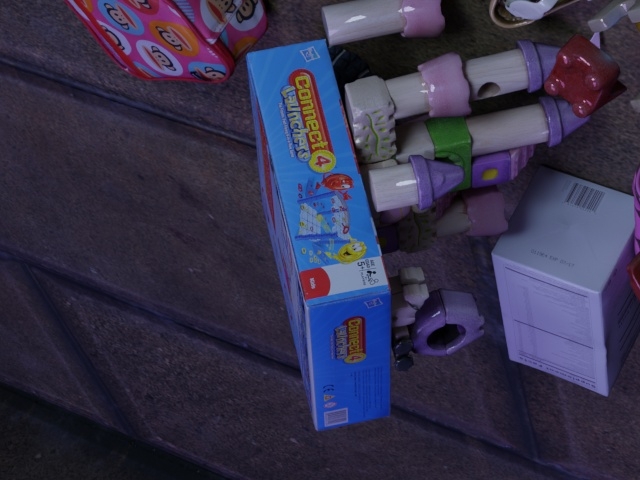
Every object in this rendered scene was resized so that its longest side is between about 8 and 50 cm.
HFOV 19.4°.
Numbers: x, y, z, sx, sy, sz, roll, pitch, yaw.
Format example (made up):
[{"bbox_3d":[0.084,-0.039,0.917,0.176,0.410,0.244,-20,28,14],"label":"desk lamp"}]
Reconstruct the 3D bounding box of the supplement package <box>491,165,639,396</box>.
[{"bbox_3d":[0.295,0.050,2.174,0.139,0.134,0.244,21,154,22],"label":"supplement package"}]

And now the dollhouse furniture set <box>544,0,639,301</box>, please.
[{"bbox_3d":[0.360,-0.082,1.758,0.201,0.152,0.374,-8,118,56],"label":"dollhouse furniture set"}]

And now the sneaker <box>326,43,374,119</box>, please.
[{"bbox_3d":[0.012,-0.127,2.204,0.122,0.110,0.283,17,152,37],"label":"sneaker"}]

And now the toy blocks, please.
[{"bbox_3d":[0.163,-0.083,1.941,0.260,0.309,0.289,-11,143,-5],"label":"toy blocks"}]

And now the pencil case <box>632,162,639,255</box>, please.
[{"bbox_3d":[0.384,-0.009,2.008,0.098,0.095,0.209,28,160,25],"label":"pencil case"}]

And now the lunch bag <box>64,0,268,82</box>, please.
[{"bbox_3d":[-0.222,-0.310,2.126,0.258,0.120,0.293,9,146,48],"label":"lunch bag"}]

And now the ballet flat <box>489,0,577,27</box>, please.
[{"bbox_3d":[0.239,-0.246,1.745,0.080,0.073,0.232,39,155,-17],"label":"ballet flat"}]

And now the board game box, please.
[{"bbox_3d":[0.000,0.000,1.973,0.086,0.302,0.308,-11,152,-4],"label":"board game box"}]
